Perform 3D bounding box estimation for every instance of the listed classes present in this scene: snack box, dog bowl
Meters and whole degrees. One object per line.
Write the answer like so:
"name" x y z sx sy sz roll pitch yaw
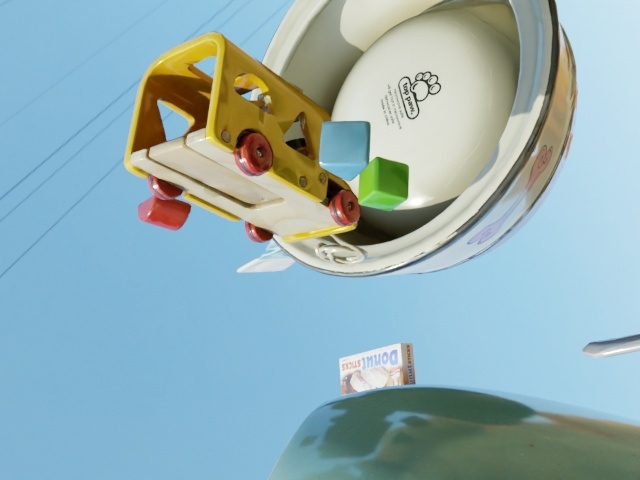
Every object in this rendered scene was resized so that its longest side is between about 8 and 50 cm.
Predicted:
"snack box" 0.074 0.181 0.936 0.022 0.178 0.064 5 -107 -24
"dog bowl" 0.102 -0.146 0.794 0.150 0.407 0.408 18 -121 -46

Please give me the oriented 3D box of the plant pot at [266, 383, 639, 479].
"plant pot" 0.080 0.220 0.404 0.293 0.235 0.293 16 -90 -71

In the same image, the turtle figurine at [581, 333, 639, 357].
"turtle figurine" 0.287 0.054 0.191 0.274 0.266 0.198 -22 -99 -11

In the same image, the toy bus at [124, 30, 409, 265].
"toy bus" -0.040 -0.068 0.516 0.190 0.202 0.105 7 -109 -6

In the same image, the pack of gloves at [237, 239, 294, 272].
"pack of gloves" 0.000 0.000 1.011 0.194 0.232 0.046 0 -104 -22
